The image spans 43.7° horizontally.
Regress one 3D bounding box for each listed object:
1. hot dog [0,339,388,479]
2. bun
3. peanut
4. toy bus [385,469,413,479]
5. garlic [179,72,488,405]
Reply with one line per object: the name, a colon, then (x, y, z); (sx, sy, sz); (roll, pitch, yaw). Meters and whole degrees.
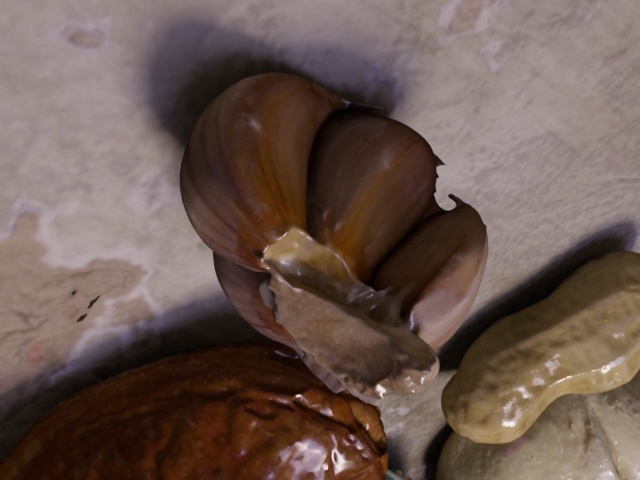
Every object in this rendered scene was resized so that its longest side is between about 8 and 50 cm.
hot dog: (-0.121, 0.235, 0.672); (0.387, 0.174, 0.267); (-37, 133, -13)
bun: (0.327, 0.311, 1.013); (0.365, 0.219, 0.365); (-15, 138, -14)
peanut: (0.251, 0.120, 0.842); (0.274, 0.125, 0.111); (-36, 159, 5)
toy bus: (0.069, 0.388, 0.974); (0.165, 0.133, 0.276); (-48, 148, -28)
garlic: (0.000, 0.000, 0.539); (0.214, 0.191, 0.160); (35, 131, -4)
